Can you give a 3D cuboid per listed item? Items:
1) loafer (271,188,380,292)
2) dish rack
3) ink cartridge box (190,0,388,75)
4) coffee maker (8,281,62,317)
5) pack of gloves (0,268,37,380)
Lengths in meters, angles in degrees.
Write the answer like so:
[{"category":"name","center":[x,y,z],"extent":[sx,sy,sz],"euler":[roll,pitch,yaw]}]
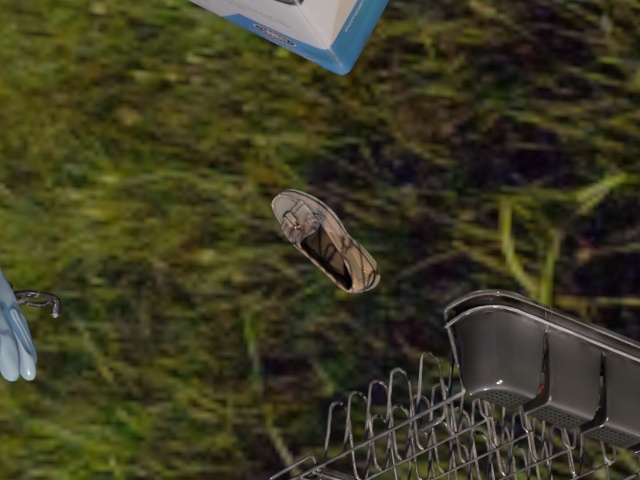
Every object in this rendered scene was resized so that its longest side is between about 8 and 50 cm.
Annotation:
[{"category":"loafer","center":[0.000,0.000,1.454],"extent":[0.125,0.039,0.045],"euler":[43,121,17]},{"category":"dish rack","center":[0.104,0.141,1.122],"extent":[0.271,0.208,0.074],"euler":[-34,44,43]},{"category":"ink cartridge box","center":[-0.098,-0.320,1.391],"extent":[0.166,0.285,0.395],"euler":[-61,-16,-3]},{"category":"coffee maker","center":[-0.326,0.122,1.422],"extent":[0.120,0.171,0.178],"euler":[76,-168,-65]},{"category":"pack of gloves","center":[-0.284,0.000,1.092],"extent":[0.232,0.046,0.195],"euler":[59,-170,24]}]
